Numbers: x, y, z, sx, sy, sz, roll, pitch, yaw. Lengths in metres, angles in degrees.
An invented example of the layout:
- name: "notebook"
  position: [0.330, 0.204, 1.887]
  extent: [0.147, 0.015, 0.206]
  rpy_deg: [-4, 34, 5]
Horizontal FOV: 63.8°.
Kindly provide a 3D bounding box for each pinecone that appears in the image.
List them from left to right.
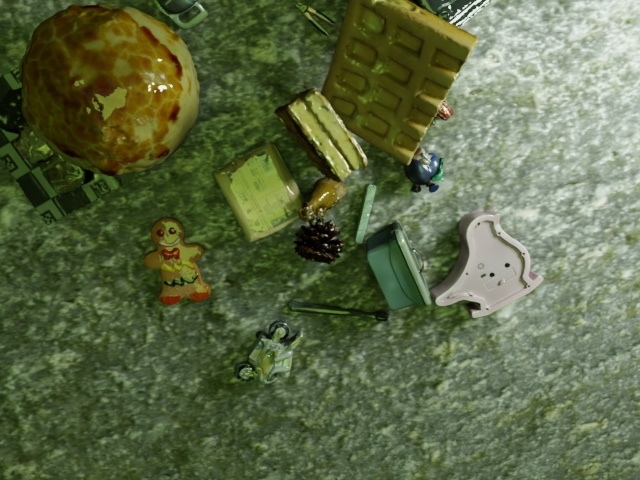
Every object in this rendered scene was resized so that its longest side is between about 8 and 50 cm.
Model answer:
- name: "pinecone"
  position: [-0.002, 0.000, 1.373]
  extent: [0.140, 0.140, 0.120]
  rpy_deg: [10, 76, -7]

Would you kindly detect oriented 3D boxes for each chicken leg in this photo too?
- name: "chicken leg"
  position: [-0.006, -0.102, 1.320]
  extent: [0.101, 0.207, 0.085]
  rpy_deg: [-23, 104, 37]

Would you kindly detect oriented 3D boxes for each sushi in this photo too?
- name: "sushi"
  position: [-0.684, -0.247, 1.270]
  extent: [0.296, 0.100, 0.372]
  rpy_deg: [-27, 105, 3]

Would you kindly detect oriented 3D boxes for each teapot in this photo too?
- name: "teapot"
  position: [-0.343, -0.567, 1.220]
  extent: [0.091, 0.092, 0.124]
  rpy_deg: [-34, 99, 22]

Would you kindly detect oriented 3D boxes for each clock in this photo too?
- name: "clock"
  position: [0.433, 0.078, 1.450]
  extent: [0.290, 0.080, 0.275]
  rpy_deg: [-33, 104, 3]

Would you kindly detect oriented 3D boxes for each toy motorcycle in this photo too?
- name: "toy motorcycle"
  position: [-0.137, 0.337, 1.479]
  extent: [0.151, 0.074, 0.228]
  rpy_deg: [38, 97, -15]

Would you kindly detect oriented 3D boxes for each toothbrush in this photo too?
- name: "toothbrush"
  position: [0.053, 0.205, 1.481]
  extent: [0.298, 0.030, 0.030]
  rpy_deg: [7, 78, -5]

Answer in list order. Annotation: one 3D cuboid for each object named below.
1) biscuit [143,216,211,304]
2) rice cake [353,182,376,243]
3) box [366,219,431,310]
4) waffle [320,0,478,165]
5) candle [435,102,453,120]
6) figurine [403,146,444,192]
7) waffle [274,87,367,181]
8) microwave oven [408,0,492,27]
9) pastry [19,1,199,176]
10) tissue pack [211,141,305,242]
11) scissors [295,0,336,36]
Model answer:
- name: "biscuit"
  position: [-0.399, 0.058, 1.405]
  extent: [0.166, 0.036, 0.249]
  rpy_deg: [-10, 105, -3]
- name: "rice cake"
  position: [0.121, -0.073, 1.410]
  extent: [0.029, 0.033, 0.170]
  rpy_deg: [10, 103, -11]
- name: "box"
  position: [0.215, 0.072, 1.395]
  extent: [0.130, 0.162, 0.226]
  rpy_deg: [-23, 105, 13]
- name: "waffle"
  position: [0.152, -0.375, 1.192]
  extent: [0.304, 0.077, 0.348]
  rpy_deg: [32, 133, 11]
- name: "candle"
  position: [0.216, -0.424, 1.318]
  extent: [0.329, 0.048, 0.051]
  rpy_deg: [40, 90, -13]
- name: "figurine"
  position: [0.247, -0.216, 1.356]
  extent: [0.102, 0.111, 0.195]
  rpy_deg: [-45, 97, -4]
- name: "waffle"
  position: [-0.005, -0.248, 1.214]
  extent: [0.091, 0.308, 0.212]
  rpy_deg: [-38, 105, 1]
- name: "microwave oven"
  position: [0.236, -0.615, 1.177]
  extent: [0.237, 0.181, 0.295]
  rpy_deg: [-41, 105, -12]
- name: "pastry"
  position: [-0.462, -0.333, 1.140]
  extent: [0.389, 0.313, 0.388]
  rpy_deg: [0, 90, -15]
- name: "tissue pack"
  position: [-0.154, -0.125, 1.348]
  extent: [0.186, 0.090, 0.222]
  rpy_deg: [-28, 106, 0]
- name: "scissors"
  position: [-0.014, -0.557, 1.284]
  extent: [0.113, 0.012, 0.039]
  rpy_deg: [33, 100, -11]
